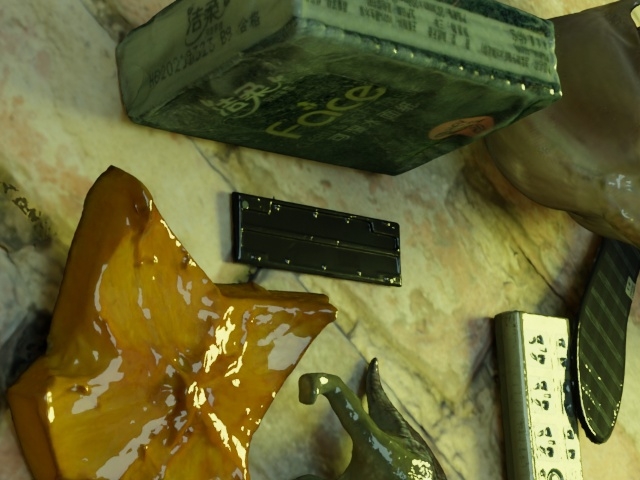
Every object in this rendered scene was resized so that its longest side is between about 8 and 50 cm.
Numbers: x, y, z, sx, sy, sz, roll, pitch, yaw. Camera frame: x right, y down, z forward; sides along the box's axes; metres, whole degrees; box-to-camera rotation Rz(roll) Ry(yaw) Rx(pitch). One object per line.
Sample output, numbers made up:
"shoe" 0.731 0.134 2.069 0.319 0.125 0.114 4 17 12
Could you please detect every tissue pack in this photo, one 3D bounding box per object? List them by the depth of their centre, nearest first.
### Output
"tissue pack" 0.020 -0.147 1.419 0.315 0.228 0.103 10 66 -41

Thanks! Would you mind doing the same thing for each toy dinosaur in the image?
"toy dinosaur" 0.049 0.233 1.424 0.162 0.077 0.294 6 69 -38

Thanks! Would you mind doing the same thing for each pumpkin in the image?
"pumpkin" -0.114 0.126 1.302 0.258 0.095 0.290 29 65 -31

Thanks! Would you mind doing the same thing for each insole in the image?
"insole" 0.305 0.077 1.744 0.110 0.012 0.309 51 43 -30

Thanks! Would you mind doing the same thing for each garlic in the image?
"garlic" 0.301 -0.162 1.687 0.231 0.246 0.340 37 69 -16

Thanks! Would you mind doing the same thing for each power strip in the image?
"power strip" 0.217 0.196 1.632 0.092 0.034 0.268 11 70 -41

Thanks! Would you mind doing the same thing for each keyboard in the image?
"keyboard" 0.000 0.000 1.507 0.202 0.011 0.067 10 72 -41
